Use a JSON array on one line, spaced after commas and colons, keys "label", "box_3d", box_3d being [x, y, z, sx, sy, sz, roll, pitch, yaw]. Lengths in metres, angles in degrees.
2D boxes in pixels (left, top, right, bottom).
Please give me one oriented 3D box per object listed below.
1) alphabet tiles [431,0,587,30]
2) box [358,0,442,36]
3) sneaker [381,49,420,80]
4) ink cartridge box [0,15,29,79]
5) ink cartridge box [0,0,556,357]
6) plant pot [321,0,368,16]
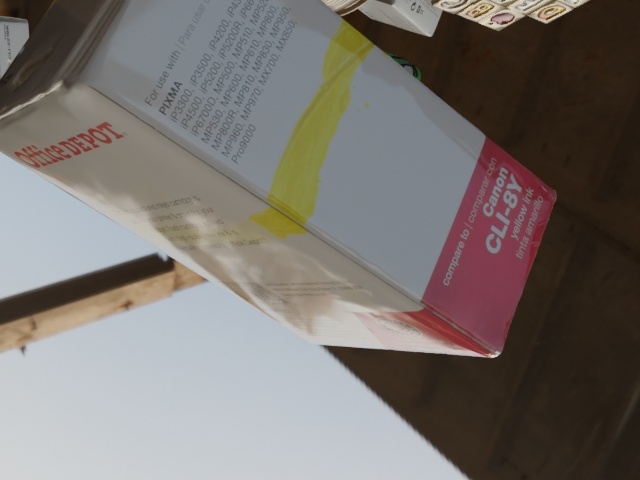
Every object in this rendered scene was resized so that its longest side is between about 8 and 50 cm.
[{"label": "alphabet tiles", "box_3d": [0.348, -0.413, 1.425, 0.342, 0.285, 0.011, -23, -112, 44]}, {"label": "box", "box_3d": [0.130, -0.442, 1.497, 0.119, 0.181, 0.182, 25, -84, 26]}, {"label": "sneaker", "box_3d": [0.073, -0.240, 1.824, 0.343, 0.146, 0.134, 140, -38, -58]}, {"label": "ink cartridge box", "box_3d": [-0.628, -0.271, 1.587, 0.273, 0.114, 0.197, 2, -79, 13]}, {"label": "ink cartridge box", "box_3d": [-0.048, -0.063, 0.771, 0.279, 0.385, 0.160, -3, -122, 58]}, {"label": "plant pot", "box_3d": [-0.025, -0.377, 1.194, 0.237, 0.109, 0.237, 9, -51, 11]}]
